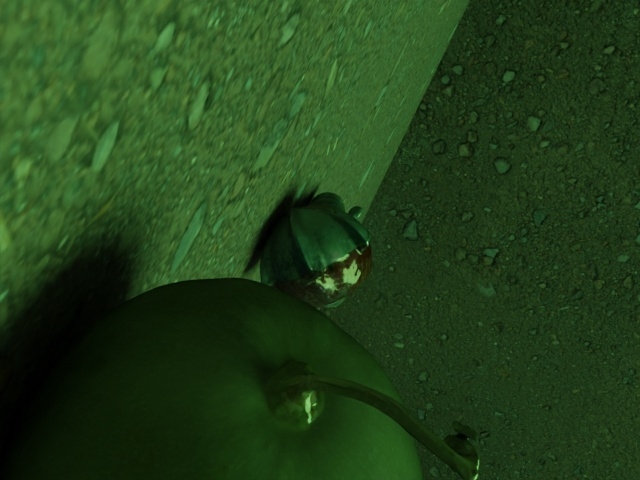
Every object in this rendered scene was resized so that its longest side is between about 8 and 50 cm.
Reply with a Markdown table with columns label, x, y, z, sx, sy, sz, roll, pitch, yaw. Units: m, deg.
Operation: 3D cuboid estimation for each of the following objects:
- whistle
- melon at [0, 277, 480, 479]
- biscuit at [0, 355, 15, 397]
| label | x | y | z | sx | sy | sz | roll | pitch | yaw |
| --- | --- | --- | --- | --- | --- | --- | --- | --- | --- |
| whistle | 0.000 | 0.001 | 1.064 | 0.142 | 0.134 | 0.346 | -48 | -173 | 14 |
| melon | -0.073 | 0.162 | 0.486 | 0.272 | 0.272 | 0.308 | -50 | 161 | -65 |
| biscuit | -0.178 | 0.087 | 0.368 | 0.082 | 0.016 | 0.092 | -59 | 176 | -22 |
